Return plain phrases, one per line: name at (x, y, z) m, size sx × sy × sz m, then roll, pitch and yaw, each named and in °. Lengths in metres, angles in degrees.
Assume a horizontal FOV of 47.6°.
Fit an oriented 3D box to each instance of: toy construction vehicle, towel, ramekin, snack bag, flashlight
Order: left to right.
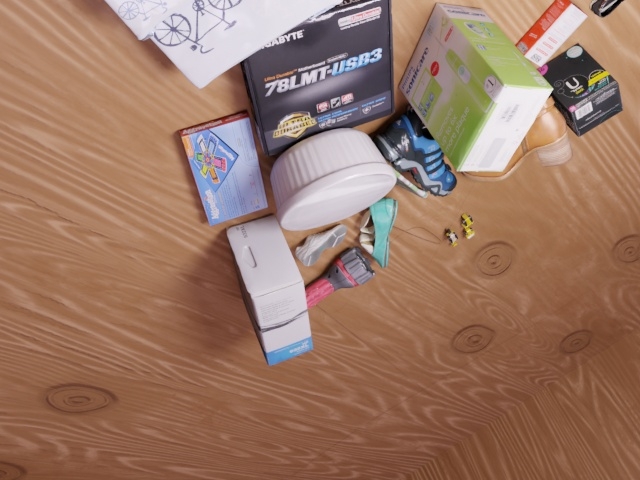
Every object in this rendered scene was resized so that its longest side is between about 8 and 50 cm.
snack bag at (-0.168, -0.414, 1.155) m, size 0.323 × 0.037 × 0.342 m, roll -29°, pitch 141°, yaw 11°
flashlight at (0.000, 0.138, 1.958) m, size 0.304 × 0.103 × 0.103 m, roll -36°, pitch 143°, yaw 13°
ramekin at (0.017, -0.134, 1.561) m, size 0.273 × 0.127 × 0.273 m, roll -20°, pitch 166°, yaw -5°
towel at (0.178, -0.154, 1.705) m, size 0.152 × 0.113 × 0.023 m, roll 31°, pitch 92°, yaw -46°
toy construction vehicle at (0.391, -0.029, 2.036) m, size 0.086 × 0.035 × 0.098 m, roll -39°, pitch 144°, yaw 1°

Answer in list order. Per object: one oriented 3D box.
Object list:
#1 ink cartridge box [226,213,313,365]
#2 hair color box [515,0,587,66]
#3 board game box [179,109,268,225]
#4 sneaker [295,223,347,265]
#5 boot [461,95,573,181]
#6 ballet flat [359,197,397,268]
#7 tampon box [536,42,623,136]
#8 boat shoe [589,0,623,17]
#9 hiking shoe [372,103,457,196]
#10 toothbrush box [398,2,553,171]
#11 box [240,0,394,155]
ink cartridge box at (-0.122, 0.124, 1.773) m, size 0.129 × 0.223 × 0.307 m, roll -18°, pitch 142°, yaw -10°
hair color box at (0.499, -0.453, 1.571) m, size 0.072 × 0.043 × 0.141 m, roll 15°, pitch 127°, yaw -40°
board game box at (-0.201, -0.149, 1.564) m, size 0.145 × 0.027 × 0.281 m, roll -19°, pitch 143°, yaw -9°
sneaker at (0.000, 0.000, 1.838) m, size 0.152 × 0.061 × 0.053 m, roll -36°, pitch 138°, yaw -17°
boot at (0.431, -0.258, 1.710) m, size 0.284 × 0.109 × 0.220 m, roll -5°, pitch 132°, yaw 40°
ballet flat at (0.144, -0.022, 1.880) m, size 0.087 × 0.083 × 0.247 m, roll 5°, pitch 140°, yaw 2°
tampon box at (0.587, -0.343, 1.654) m, size 0.120 × 0.161 × 0.101 m, roll -33°, pitch 142°, yaw 8°
boat shoe at (0.645, -0.534, 1.558) m, size 0.133 × 0.042 × 0.049 m, roll -41°, pitch 138°, yaw 18°
hiking shoe at (0.254, -0.197, 1.688) m, size 0.132 × 0.113 × 0.304 m, roll -46°, pitch 142°, yaw 16°
toothbrush box at (0.296, -0.303, 1.441) m, size 0.122 × 0.283 × 0.206 m, roll -1°, pitch 137°, yaw -26°
box at (-0.003, -0.330, 1.422) m, size 0.296 × 0.073 × 0.293 m, roll -19°, pitch 144°, yaw -8°
